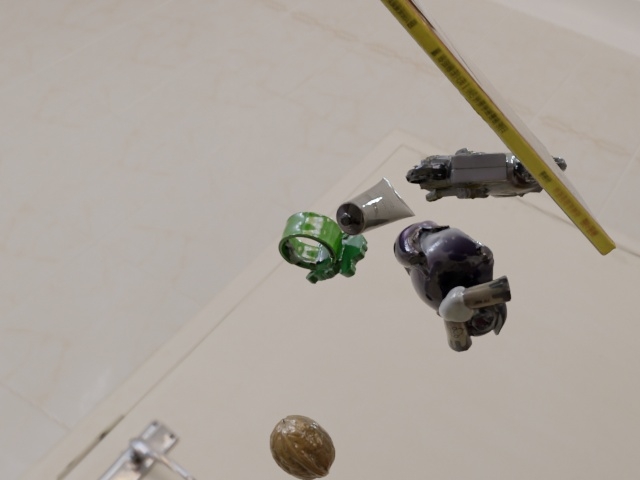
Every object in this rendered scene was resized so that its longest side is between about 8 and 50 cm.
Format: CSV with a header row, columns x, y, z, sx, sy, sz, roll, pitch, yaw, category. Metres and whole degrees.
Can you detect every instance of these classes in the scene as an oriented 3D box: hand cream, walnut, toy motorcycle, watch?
x,y,z,sx,sy,sz,roll,pitch,yaw,category
0.087,-0.052,1.219,0.087,0.186,0.054,52,-53,9,hand cream
-0.029,0.356,1.284,0.124,0.105,0.105,50,-40,-7,walnut
0.246,-0.095,1.096,0.225,0.152,0.073,-3,-95,23,toy motorcycle
0.000,0.000,1.629,0.165,0.131,0.152,-17,-50,40,watch

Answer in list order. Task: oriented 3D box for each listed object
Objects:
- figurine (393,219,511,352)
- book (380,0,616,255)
x,y,z,sx,sy,sz,roll,pitch,yaw,category
0.194,0.056,1.164,0.145,0.222,0.145,-7,-54,-10,figurine
0.163,-0.168,0.799,0.028,0.262,0.374,-39,-68,18,book
